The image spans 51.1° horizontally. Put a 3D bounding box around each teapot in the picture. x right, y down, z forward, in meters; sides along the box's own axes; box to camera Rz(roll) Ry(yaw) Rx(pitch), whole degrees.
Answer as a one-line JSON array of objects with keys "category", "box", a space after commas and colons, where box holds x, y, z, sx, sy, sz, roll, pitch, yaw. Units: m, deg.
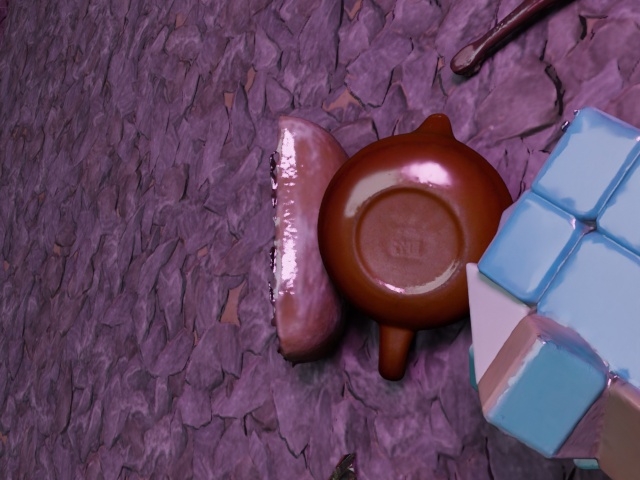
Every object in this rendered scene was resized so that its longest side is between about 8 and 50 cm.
[{"category": "teapot", "box": [0.090, 0.009, 0.626, 0.178, 0.135, 0.252, 12, 105, 18]}]

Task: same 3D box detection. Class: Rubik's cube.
[{"category": "Rubik's cube", "box": [0.195, 0.056, 0.424, 0.265, 0.224, 0.213, 42, 110, 38]}]

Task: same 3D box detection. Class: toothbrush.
[{"category": "toothbrush", "box": [0.257, -0.263, 0.584, 0.364, 0.040, 0.041, -37, 54, 33]}]

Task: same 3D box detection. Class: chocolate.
[{"category": "chocolate", "box": [0.001, 0.001, 0.709, 0.083, 0.161, 0.262, -1, 78, 8]}]

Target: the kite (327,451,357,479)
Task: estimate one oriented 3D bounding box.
[{"category": "kite", "box": [0.023, 0.334, 0.668, 0.189, 0.009, 0.232, -19, 66, 40]}]
